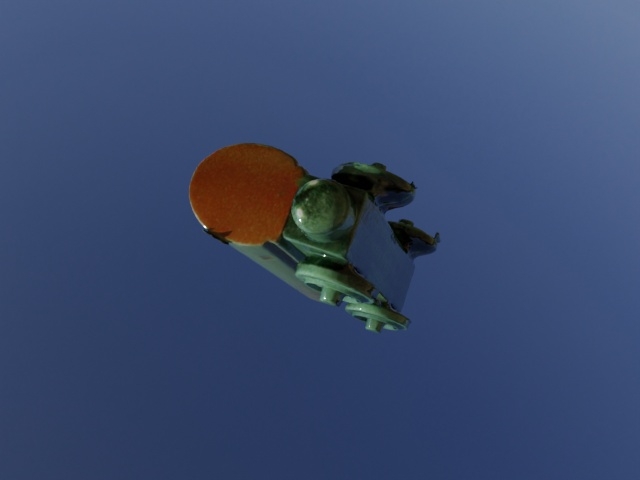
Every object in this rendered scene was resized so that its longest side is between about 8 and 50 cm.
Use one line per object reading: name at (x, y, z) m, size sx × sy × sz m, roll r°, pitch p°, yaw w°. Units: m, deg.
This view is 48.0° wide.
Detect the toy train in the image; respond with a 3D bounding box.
toy train at (0.000, 0.000, 0.635) m, size 0.177 × 0.285 × 0.116 m, roll 16°, pitch -99°, yaw 20°
